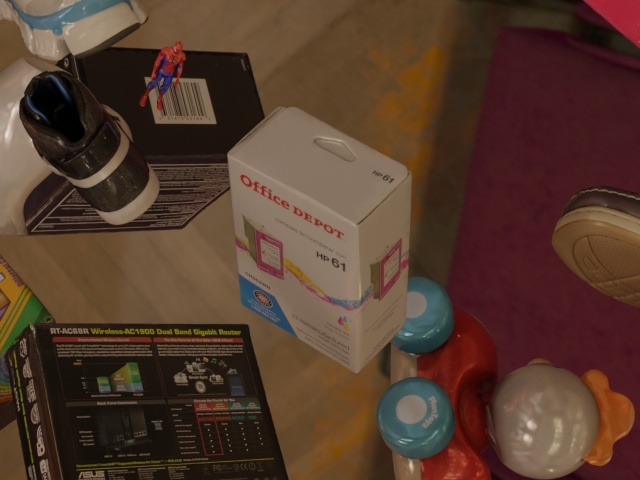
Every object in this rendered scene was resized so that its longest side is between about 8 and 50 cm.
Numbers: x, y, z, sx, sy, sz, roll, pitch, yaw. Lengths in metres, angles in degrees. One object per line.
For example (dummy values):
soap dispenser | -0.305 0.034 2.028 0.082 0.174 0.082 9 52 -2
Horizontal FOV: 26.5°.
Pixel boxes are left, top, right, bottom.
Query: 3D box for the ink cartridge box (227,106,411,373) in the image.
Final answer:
ink cartridge box | 0.000 0.000 0.737 0.052 0.088 0.122 -43 149 -33

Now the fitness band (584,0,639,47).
fitness band | 0.161 -0.217 0.887 0.291 0.209 0.054 35 112 -25

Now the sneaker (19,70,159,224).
sneaker | -0.217 -0.107 1.165 0.079 0.217 0.121 -41 128 -8

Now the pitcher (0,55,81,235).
pitcher | -0.401 -0.135 1.720 0.177 0.125 0.207 32 103 16

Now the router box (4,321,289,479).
router box | -0.082 0.087 0.647 0.122 0.092 0.038 4 149 -36

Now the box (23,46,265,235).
box | -0.281 -0.142 1.999 0.296 0.294 0.183 -2 69 -37

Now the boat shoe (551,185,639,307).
boat shoe | 0.291 0.009 0.973 0.285 0.103 0.092 18 70 -20

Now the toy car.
toy car | 0.190 0.160 1.353 0.238 0.210 0.219 -4 148 11

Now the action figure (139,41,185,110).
action figure | -0.201 -0.214 1.756 0.038 0.030 0.115 15 134 -17

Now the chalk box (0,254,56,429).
chalk box | -0.458 0.146 1.572 0.289 0.179 0.180 -36 158 -15

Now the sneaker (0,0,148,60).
sneaker | -0.149 -0.150 0.666 0.071 0.190 0.083 -31 122 -25
